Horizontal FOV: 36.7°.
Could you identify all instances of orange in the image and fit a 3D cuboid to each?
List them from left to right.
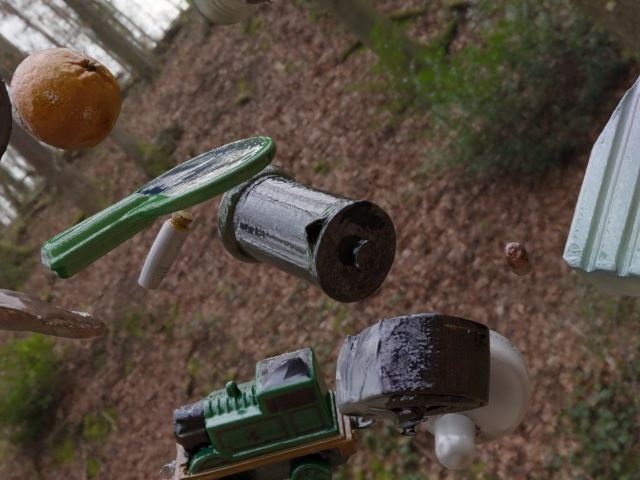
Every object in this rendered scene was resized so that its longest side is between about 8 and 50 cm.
[{"bbox_3d":[-0.408,-0.229,1.550,0.155,0.177,0.177,-52,-8,8],"label":"orange"}]

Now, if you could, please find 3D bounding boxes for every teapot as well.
[{"bbox_3d":[0.000,0.000,1.783,0.270,0.337,0.200,33,-97,-40],"label":"teapot"}]

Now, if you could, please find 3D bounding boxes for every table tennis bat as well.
[{"bbox_3d":[-0.153,-0.041,0.927,0.257,0.039,0.160,-35,20,-28],"label":"table tennis bat"}]

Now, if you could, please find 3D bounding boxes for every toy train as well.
[{"bbox_3d":[-0.113,0.357,1.820,0.429,0.249,0.178,-15,25,3],"label":"toy train"}]

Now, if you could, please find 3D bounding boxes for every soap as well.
[{"bbox_3d":[0.532,-0.088,1.529,0.115,0.208,0.347,31,-107,-50],"label":"soap"}]

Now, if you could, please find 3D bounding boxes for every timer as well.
[{"bbox_3d":[0.278,0.287,1.810,0.233,0.233,0.240,-53,9,24],"label":"timer"}]

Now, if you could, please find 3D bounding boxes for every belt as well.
[{"bbox_3d":[0.133,0.210,1.450,0.289,0.184,0.164,147,128,-61],"label":"belt"}]

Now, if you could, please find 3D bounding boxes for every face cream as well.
[{"bbox_3d":[-0.326,0.019,2.033,0.182,0.051,0.072,-61,-23,13],"label":"face cream"}]

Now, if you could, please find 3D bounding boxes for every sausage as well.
[{"bbox_3d":[0.322,0.032,1.568,0.043,0.043,0.186,-50,-17,5],"label":"sausage"}]

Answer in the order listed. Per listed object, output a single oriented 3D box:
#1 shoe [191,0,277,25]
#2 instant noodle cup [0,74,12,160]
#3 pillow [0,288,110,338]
[{"bbox_3d":[-0.141,-0.427,1.256,0.159,0.316,0.124,14,51,48],"label":"shoe"},{"bbox_3d":[-0.490,-0.148,1.146,0.181,0.258,0.302,-8,24,31],"label":"instant noodle cup"},{"bbox_3d":[-0.267,0.061,0.823,0.211,0.135,0.034,55,-138,-78],"label":"pillow"}]
